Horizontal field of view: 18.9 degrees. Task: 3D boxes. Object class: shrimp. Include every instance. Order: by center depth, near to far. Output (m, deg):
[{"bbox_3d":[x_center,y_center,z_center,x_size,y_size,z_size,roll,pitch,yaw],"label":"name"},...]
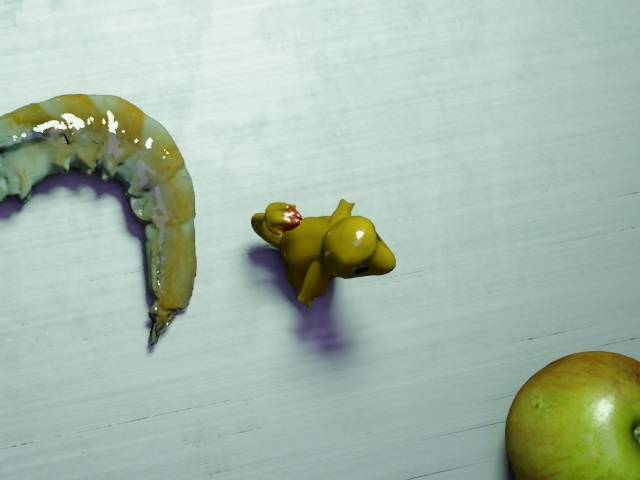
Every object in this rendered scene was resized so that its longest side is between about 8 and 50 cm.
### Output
[{"bbox_3d":[-0.224,-0.051,1.979,0.287,0.068,0.185,42,80,-13],"label":"shrimp"}]

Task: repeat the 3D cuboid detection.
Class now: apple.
[{"bbox_3d":[0.292,0.209,1.981,0.196,0.196,0.196,2,82,-11],"label":"apple"}]

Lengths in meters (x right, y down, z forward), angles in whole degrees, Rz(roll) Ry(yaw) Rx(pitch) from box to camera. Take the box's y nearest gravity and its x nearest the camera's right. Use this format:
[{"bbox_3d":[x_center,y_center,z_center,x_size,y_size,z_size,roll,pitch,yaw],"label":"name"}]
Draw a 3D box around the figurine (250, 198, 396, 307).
[{"bbox_3d":[-0.002,-0.002,1.947,0.122,0.176,0.121,31,75,-23],"label":"figurine"}]
